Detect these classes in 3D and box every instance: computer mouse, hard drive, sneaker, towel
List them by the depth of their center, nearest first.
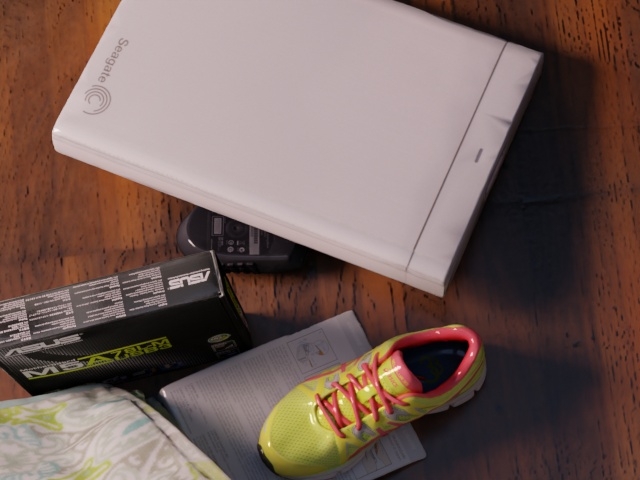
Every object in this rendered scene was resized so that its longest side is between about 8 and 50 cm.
[{"bbox_3d":[-0.256,0.208,1.425,0.374,0.320,0.090,-11,109,-21],"label":"towel"},{"bbox_3d":[0.042,0.119,1.558,0.208,0.094,0.081,-28,76,-15],"label":"sneaker"},{"bbox_3d":[0.000,0.000,1.645,0.242,0.041,0.071,2,58,0],"label":"computer mouse"},{"bbox_3d":[-0.017,-0.117,1.652,0.353,0.047,0.233,21,67,10],"label":"hard drive"}]

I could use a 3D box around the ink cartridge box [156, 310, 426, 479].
[{"bbox_3d":[-0.025,0.155,1.609,0.179,0.045,0.145,-21,72,-20],"label":"ink cartridge box"}]

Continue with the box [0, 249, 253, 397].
[{"bbox_3d":[-0.158,0.072,1.557,0.191,0.184,0.045,-13,75,0],"label":"box"}]
